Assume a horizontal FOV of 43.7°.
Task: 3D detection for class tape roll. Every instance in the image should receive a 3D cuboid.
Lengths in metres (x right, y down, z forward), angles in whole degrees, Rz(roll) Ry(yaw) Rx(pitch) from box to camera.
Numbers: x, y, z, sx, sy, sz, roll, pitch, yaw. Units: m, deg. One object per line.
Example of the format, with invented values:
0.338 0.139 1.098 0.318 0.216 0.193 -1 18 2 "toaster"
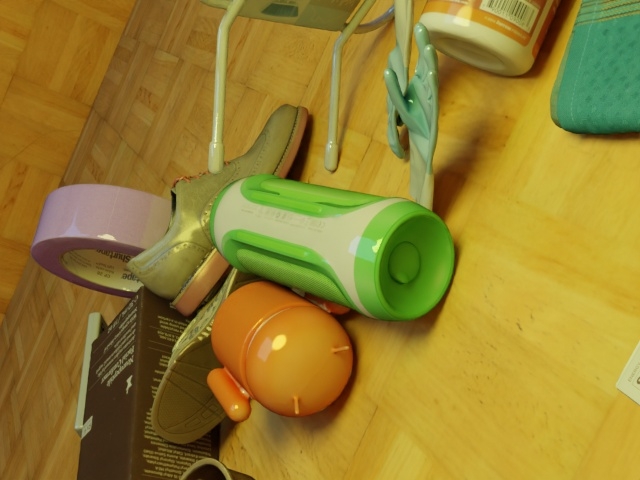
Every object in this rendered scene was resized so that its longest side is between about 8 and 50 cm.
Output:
-0.311 0.011 1.273 0.275 0.275 0.090 -24 51 52 "tape roll"

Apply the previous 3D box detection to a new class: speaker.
0.000 0.000 0.866 0.296 0.131 0.131 15 85 50 "speaker"

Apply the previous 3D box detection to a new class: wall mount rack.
-0.008 -0.228 0.931 0.130 0.350 0.304 55 127 24 "wall mount rack"

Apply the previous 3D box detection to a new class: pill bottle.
0.189 -0.281 0.776 0.121 0.121 0.216 28 96 61 "pill bottle"

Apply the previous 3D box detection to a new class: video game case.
-0.358 0.260 1.331 0.193 0.023 0.212 81 -178 -51 "video game case"

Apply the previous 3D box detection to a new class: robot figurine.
-0.046 0.123 0.906 0.219 0.158 0.128 23 118 61 "robot figurine"

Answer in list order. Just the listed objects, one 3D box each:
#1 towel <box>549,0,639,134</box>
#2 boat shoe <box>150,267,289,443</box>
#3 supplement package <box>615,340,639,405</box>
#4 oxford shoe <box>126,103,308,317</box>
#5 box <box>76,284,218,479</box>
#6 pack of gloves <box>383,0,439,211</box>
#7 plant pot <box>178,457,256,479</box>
0.339 -0.205 0.562 0.370 0.040 0.271 10 82 59 "towel"
-0.131 0.138 1.071 0.285 0.104 0.089 -58 13 -11 "boat shoe"
0.286 0.084 0.355 0.134 0.139 0.244 -64 30 11 "supplement package"
-0.138 -0.070 1.121 0.348 0.130 0.123 -59 8 -18 "oxford shoe"
-0.247 0.278 1.136 0.191 0.143 0.381 -44 40 36 "box"
0.077 -0.144 0.823 0.232 0.046 0.195 87 174 -45 "pack of gloves"
-0.050 0.304 0.755 0.167 0.165 0.167 -38 42 44 "plant pot"
